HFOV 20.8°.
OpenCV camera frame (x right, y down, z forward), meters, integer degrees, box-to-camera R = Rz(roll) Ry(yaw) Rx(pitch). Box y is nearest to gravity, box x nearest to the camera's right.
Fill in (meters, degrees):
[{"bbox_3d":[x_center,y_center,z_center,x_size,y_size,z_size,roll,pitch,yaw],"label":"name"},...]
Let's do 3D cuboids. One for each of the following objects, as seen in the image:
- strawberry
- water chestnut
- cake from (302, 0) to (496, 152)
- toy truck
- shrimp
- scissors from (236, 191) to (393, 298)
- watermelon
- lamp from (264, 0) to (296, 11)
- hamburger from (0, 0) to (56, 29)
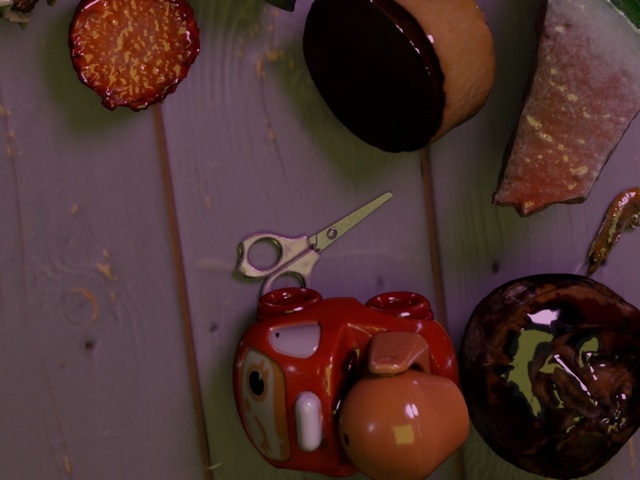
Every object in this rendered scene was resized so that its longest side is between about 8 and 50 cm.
[{"bbox_3d":[-0.193,-0.207,1.816,0.145,0.086,0.145,-1,100,-5],"label":"strawberry"},{"bbox_3d":[0.260,0.142,1.854,0.223,0.238,0.224,-3,101,-15],"label":"water chestnut"},{"bbox_3d":[0.105,-0.207,1.798,0.185,0.208,0.178,36,58,24],"label":"cake"},{"bbox_3d":[0.027,0.168,1.812,0.264,0.239,0.189,-1,107,10],"label":"toy truck"},{"bbox_3d":[0.344,0.000,1.933,0.083,0.023,0.114,30,94,-12],"label":"shrimp"},{"bbox_3d":[0.000,0.000,1.911,0.189,0.015,0.100,-34,103,1],"label":"scissors"},{"bbox_3d":[0.285,-0.185,1.791,0.151,0.264,0.302,12,111,7],"label":"watermelon"},{"bbox_3d":[-0.041,-0.372,1.782,0.172,0.147,0.227,29,89,14],"label":"lamp"},{"bbox_3d":[-0.300,-0.351,1.685,0.212,0.274,0.274,-30,102,1],"label":"hamburger"}]
